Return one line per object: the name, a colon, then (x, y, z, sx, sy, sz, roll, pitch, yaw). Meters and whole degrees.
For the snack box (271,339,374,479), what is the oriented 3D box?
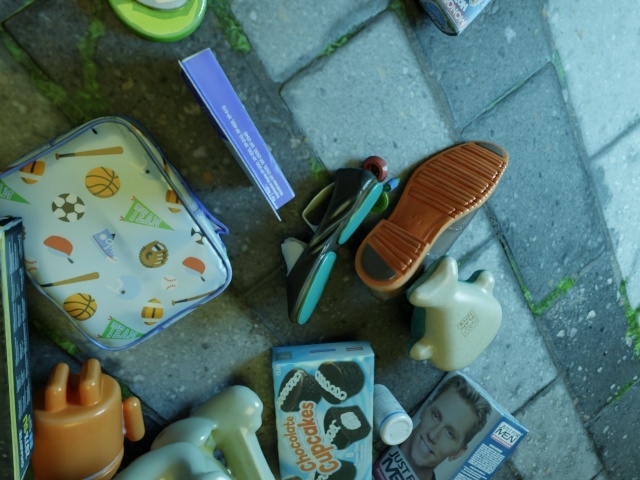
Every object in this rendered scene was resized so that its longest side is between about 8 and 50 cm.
snack box: (0.006, 0.354, 0.820, 0.187, 0.060, 0.322, -4, 109, -5)

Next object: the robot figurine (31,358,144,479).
robot figurine: (-0.375, 0.296, 0.644, 0.158, 0.128, 0.219, -26, 124, -60)

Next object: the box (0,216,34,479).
box: (-0.473, 0.132, 0.448, 0.257, 0.079, 0.322, 2, 102, -20)

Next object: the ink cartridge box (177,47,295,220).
ink cartridge box: (-0.109, -0.142, 0.549, 0.045, 0.208, 0.206, -33, 116, -4)

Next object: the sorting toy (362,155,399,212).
sorting toy: (0.107, -0.102, 0.735, 0.042, 0.061, 0.102, -36, 130, -44)

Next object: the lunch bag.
lunch bag: (-0.273, -0.008, 0.590, 0.243, 0.115, 0.303, -33, 115, -10)

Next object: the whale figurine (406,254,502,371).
whale figurine: (0.227, 0.124, 0.781, 0.216, 0.141, 0.272, -46, 130, -5)

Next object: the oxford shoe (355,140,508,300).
oxford shoe: (0.205, -0.039, 0.770, 0.364, 0.130, 0.132, -43, 149, -10)

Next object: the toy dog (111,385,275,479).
toy dog: (-0.248, 0.425, 0.569, 0.395, 0.408, 0.284, -16, 87, 11)

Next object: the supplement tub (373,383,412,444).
supplement tub: (0.134, 0.357, 0.859, 0.071, 0.107, 0.071, -6, 108, -18)

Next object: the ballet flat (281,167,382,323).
ballet flat: (0.000, 0.000, 0.705, 0.096, 0.095, 0.280, 29, 85, 18)

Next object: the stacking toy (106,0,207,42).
stacking toy: (-0.216, -0.404, 0.467, 0.279, 0.130, 0.309, 37, 93, -26)

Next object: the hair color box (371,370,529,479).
hair color box: (0.257, 0.471, 0.905, 0.105, 0.174, 0.347, 37, 92, -24)

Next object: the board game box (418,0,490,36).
board game box: (0.179, -0.426, 0.643, 0.194, 0.060, 0.194, -46, 116, 1)
